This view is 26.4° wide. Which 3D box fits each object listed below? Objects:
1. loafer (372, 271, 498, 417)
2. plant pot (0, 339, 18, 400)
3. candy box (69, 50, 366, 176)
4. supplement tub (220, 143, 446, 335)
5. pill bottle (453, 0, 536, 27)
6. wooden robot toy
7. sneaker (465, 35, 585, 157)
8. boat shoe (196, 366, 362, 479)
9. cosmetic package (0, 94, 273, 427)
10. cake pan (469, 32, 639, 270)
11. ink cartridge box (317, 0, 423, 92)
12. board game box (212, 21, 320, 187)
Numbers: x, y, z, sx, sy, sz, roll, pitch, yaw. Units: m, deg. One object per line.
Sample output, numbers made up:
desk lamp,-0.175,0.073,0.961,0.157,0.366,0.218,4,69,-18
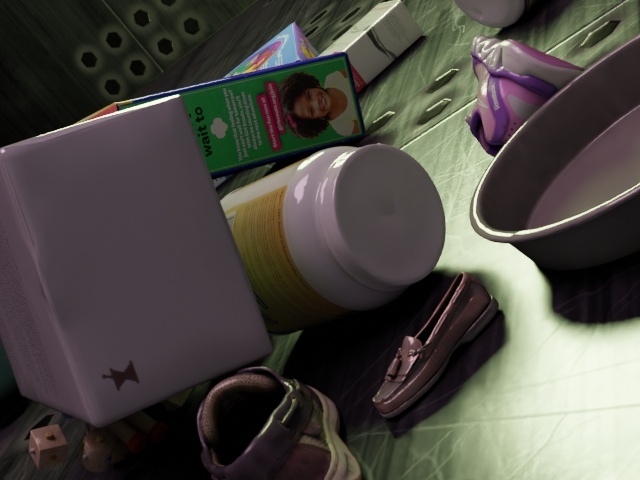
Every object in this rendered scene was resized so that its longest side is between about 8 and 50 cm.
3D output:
loafer,0.078,0.075,1.010,0.125,0.039,0.045,-45,17,-17
plant pot,-0.465,0.097,1.866,0.290,0.290,0.195,-28,-17,36
candy box,-0.146,-0.139,1.752,0.317,0.122,0.268,-18,6,-26
supplement tub,0.000,0.000,1.206,0.199,0.144,0.144,-20,25,51
pill bottle,0.256,-0.369,1.683,0.215,0.117,0.117,-47,17,-23
wooden robot toy,-0.197,0.194,1.306,0.173,0.076,0.079,-23,-39,-41
sneaker,0.177,-0.130,1.278,0.236,0.095,0.104,-84,14,-81
boat shoe,-0.046,0.139,1.022,0.103,0.092,0.285,-41,15,-1
cosmetic package,-0.213,0.025,1.264,0.161,0.230,0.453,-20,4,-19
cake pan,0.245,-0.081,1.029,0.293,0.054,0.293,-37,16,12
ink cartridge box,0.064,-0.274,1.969,0.150,0.063,0.109,-42,15,-8
board game box,-0.106,-0.224,2.196,0.233,0.078,0.347,-37,16,10
